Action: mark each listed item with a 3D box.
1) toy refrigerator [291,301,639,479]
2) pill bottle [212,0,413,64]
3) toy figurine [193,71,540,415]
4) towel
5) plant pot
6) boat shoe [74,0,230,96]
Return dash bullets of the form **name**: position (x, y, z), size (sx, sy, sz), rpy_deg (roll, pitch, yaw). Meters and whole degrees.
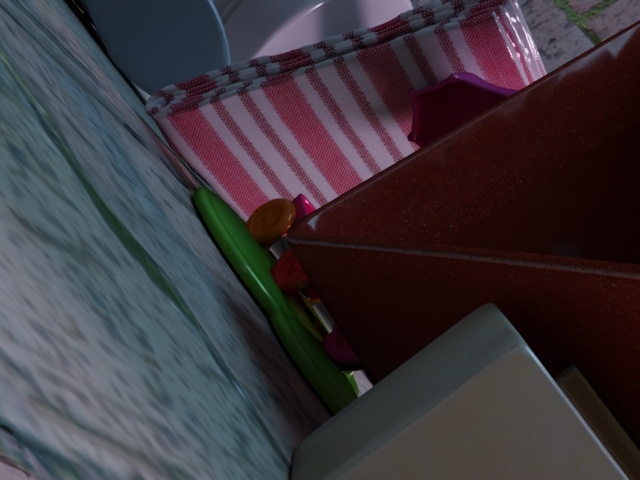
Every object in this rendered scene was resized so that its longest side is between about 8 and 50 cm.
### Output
- **toy refrigerator**: position (0.108, 0.152, 0.491), size (0.269, 0.094, 0.102), rpy_deg (52, 3, -2)
- **pill bottle**: position (-0.084, -0.233, 1.089), size (0.334, 0.188, 0.188), rpy_deg (55, 4, 26)
- **toy figurine**: position (0.045, -0.009, 0.752), size (0.130, 0.159, 0.173), rpy_deg (51, 4, -33)
- **towel**: position (0.025, -0.063, 0.830), size (0.144, 0.197, 0.029), rpy_deg (53, 27, -53)
- **plant pot**: position (0.195, 0.047, 0.626), size (0.267, 0.267, 0.235), rpy_deg (5, -58, 57)
- **boat shoe**: position (-0.113, -0.154, 0.891), size (0.183, 0.065, 0.083), rpy_deg (52, 5, -4)
